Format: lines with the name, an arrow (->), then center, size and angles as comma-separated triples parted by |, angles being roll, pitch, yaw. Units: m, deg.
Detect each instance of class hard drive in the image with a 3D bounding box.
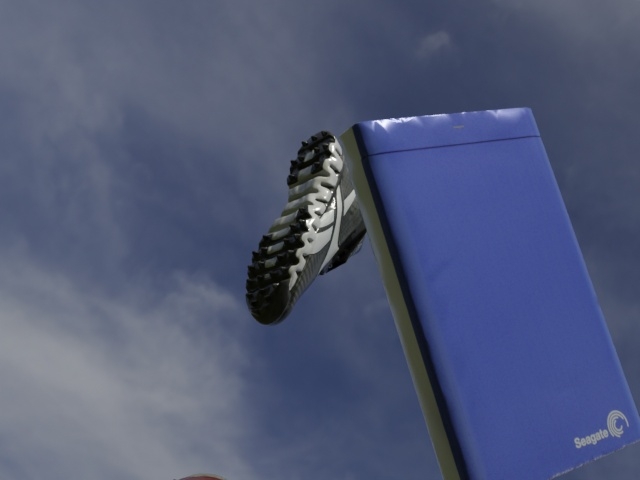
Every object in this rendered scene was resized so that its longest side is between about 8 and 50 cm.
hard drive -> 0.151, 0.044, 0.771 | 0.040, 0.210, 0.318 | -31, -107, 54

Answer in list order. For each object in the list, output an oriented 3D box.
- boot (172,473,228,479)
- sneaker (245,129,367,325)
boot -> -0.119, 0.220, 0.717 | 0.085, 0.158, 0.059 | 9, -89, 57
sneaker -> 0.000, 0.000, 0.917 | 0.078, 0.234, 0.106 | -21, -51, 42
